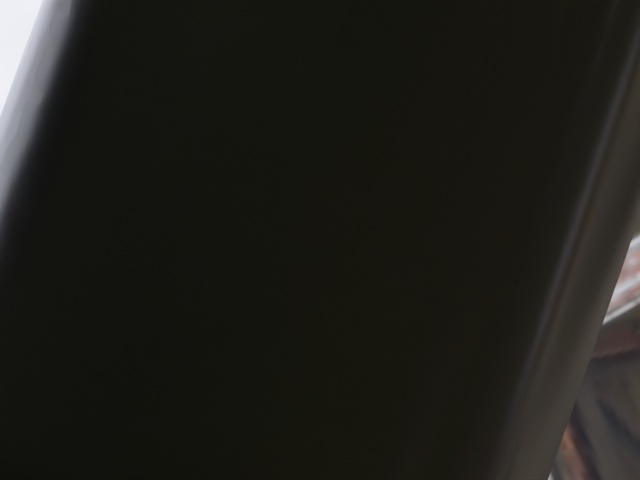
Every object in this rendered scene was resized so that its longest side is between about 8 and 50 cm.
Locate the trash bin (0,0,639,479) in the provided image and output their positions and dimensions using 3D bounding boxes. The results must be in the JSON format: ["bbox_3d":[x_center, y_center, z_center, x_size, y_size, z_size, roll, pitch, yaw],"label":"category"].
[{"bbox_3d":[0.000,0.000,0.491,0.182,0.209,0.290,22,-79,11],"label":"trash bin"}]
